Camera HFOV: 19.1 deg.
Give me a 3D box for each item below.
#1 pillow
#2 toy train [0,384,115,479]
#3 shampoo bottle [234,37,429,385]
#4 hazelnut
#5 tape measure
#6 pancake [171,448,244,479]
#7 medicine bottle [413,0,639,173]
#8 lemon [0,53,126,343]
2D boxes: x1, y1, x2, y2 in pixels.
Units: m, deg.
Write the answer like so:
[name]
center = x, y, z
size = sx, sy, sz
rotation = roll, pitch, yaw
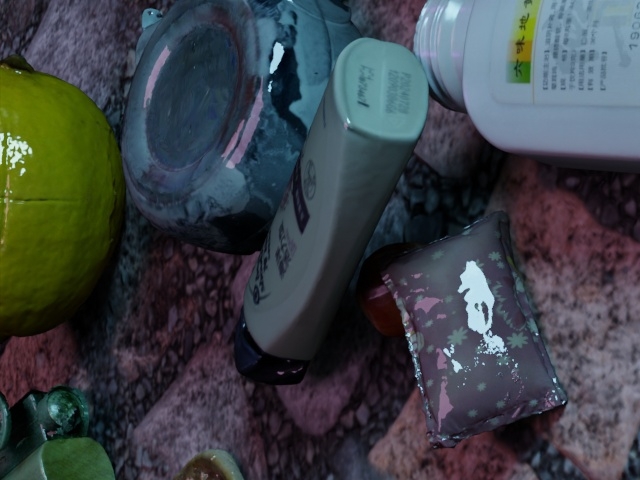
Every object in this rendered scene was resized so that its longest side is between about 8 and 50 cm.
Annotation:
[pillow]
center = 0.117, 0.066, 1.499
size = 0.118, 0.043, 0.185
rotation = -19, 59, 4
[toy train]
center = -0.339, 0.271, 2.026
size = 0.307, 0.126, 0.189
rotation = -39, 52, 41
[shampoo bottle]
center = 0.000, 0.000, 1.581
size = 0.359, 0.078, 0.134
rotation = 114, 163, -48
[hazelnut]
center = 0.069, 0.039, 1.581
size = 0.086, 0.086, 0.086
rotation = -18, 67, 50
[tape measure]
center = -0.065, -0.122, 1.745
size = 0.256, 0.147, 0.275
rotation = -23, 59, 47
[pancake]
center = -0.111, 0.263, 1.808
size = 0.139, 0.022, 0.139
rotation = -19, 65, 49
[medicine bottle]
center = 0.208, -0.143, 1.399
size = 0.324, 0.124, 0.179
rotation = 7, 86, 52
[lemon]
center = -0.343, -0.038, 1.988
size = 0.297, 0.297, 0.297
rotation = -18, 67, 50
